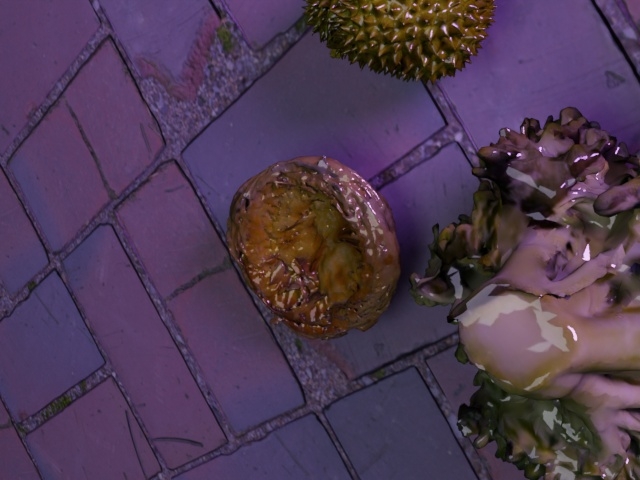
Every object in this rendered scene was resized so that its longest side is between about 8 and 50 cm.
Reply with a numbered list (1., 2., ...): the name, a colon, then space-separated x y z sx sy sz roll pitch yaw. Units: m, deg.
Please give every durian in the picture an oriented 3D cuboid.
1. durian: 0.069 -0.235 0.843 0.198 0.146 0.159 19 116 30

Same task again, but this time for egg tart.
1. egg tart: 0.000 0.000 1.031 0.232 0.098 0.252 36 130 18

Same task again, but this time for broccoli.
1. broccoli: 0.238 0.053 0.768 0.324 0.272 0.334 -31 75 4
